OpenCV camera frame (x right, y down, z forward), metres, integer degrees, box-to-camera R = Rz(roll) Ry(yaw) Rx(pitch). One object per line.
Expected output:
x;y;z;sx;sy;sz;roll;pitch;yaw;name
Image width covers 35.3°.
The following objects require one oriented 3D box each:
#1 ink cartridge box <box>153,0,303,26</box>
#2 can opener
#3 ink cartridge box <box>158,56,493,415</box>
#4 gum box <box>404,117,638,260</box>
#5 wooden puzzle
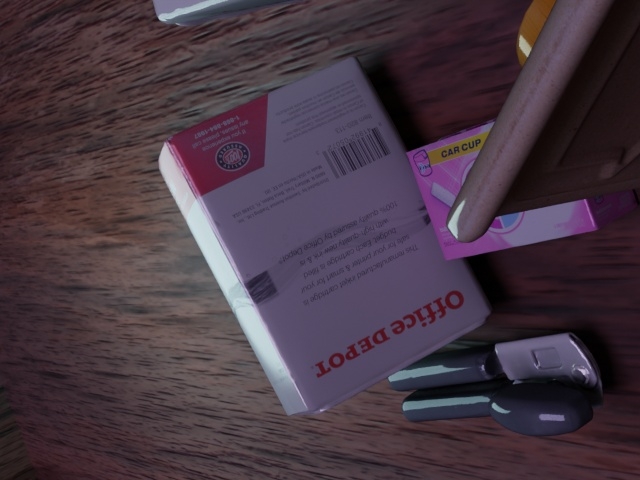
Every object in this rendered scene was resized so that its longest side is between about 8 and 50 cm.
0.067;-0.258;0.647;0.384;0.279;0.160;7;112;59;ink cartridge box
0.156;0.140;0.970;0.280;0.093;0.074;-18;96;59;can opener
0.000;0.000;0.963;0.283;0.207;0.117;62;163;5;ink cartridge box
0.164;-0.053;0.865;0.188;0.062;0.107;-15;97;54;gum box
0.229;-0.159;0.487;0.080;0.347;0.322;55;143;29;wooden puzzle
